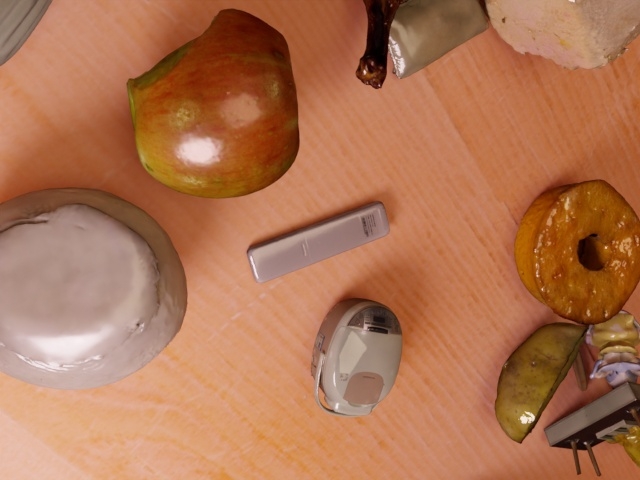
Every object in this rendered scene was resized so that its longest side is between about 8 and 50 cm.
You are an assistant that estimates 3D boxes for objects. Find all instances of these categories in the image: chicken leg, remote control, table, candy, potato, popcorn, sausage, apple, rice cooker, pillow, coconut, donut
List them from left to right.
[{"bbox_3d":[-0.325,0.063,0.773,0.295,0.185,0.296,-1,98,-7],"label":"candy"},{"bbox_3d":[-0.144,-0.179,0.773,0.226,0.246,0.247,-7,104,-7],"label":"apple"},{"bbox_3d":[0.000,0.000,0.991,0.260,0.029,0.067,-21,108,-17],"label":"remote control"},{"bbox_3d":[0.060,0.200,1.002,0.145,0.127,0.207,14,98,-25],"label":"rice cooker"},{"bbox_3d":[0.139,-0.416,0.912,0.157,0.096,0.407,33,73,-3],"label":"chicken leg"},{"bbox_3d":[0.196,-0.373,0.986,0.208,0.053,0.119,-34,110,-11],"label":"pillow"},{"bbox_3d":[0.437,0.275,1.189,0.272,0.111,0.160,-59,153,-3],"label":"potato"},{"bbox_3d":[0.525,0.021,1.181,0.302,0.110,0.303,-4,99,-22],"label":"donut"},{"bbox_3d":[0.585,0.286,1.305,0.024,0.024,0.133,-28,109,-16],"label":"sausage"},{"bbox_3d":[0.451,-0.466,0.948,0.297,0.297,0.310,39,89,-25],"label":"coconut"},{"bbox_3d":[0.621,0.411,1.228,0.121,0.111,0.240,14,134,-25],"label":"table"},{"bbox_3d":[0.752,0.426,1.333,0.197,0.155,0.198,-30,141,-28],"label":"popcorn"}]

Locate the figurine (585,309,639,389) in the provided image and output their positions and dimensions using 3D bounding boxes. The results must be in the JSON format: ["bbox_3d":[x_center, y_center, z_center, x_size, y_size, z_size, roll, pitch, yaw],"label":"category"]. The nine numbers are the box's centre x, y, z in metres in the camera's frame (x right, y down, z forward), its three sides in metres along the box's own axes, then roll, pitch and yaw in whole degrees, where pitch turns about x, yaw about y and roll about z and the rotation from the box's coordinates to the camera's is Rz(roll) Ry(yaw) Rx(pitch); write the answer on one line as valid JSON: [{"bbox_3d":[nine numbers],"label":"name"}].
[{"bbox_3d":[0.646,0.244,1.249,0.128,0.208,0.184,-10,90,22],"label":"figurine"}]

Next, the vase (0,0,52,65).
[{"bbox_3d":[-0.389,-0.323,0.706,0.128,0.128,0.248,40,75,-25],"label":"vase"}]
